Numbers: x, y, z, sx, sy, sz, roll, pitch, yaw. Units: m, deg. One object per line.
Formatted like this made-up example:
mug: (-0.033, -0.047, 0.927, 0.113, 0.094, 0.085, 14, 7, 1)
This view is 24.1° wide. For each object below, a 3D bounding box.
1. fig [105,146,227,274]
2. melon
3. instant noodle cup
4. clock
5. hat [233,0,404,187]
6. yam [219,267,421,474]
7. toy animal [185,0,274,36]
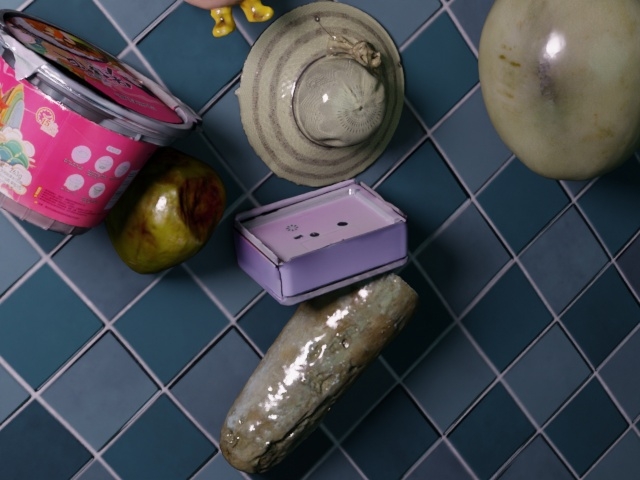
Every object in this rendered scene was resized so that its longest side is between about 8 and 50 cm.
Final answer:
fig: (-0.196, -0.034, 1.843, 0.144, 0.154, 0.165, 6, 131, -44)
melon: (0.340, -0.233, 2.001, 0.272, 0.272, 0.308, -28, 105, -20)
instant noodle cup: (-0.298, -0.121, 1.707, 0.302, 0.258, 0.181, 26, 103, -28)
clock: (-0.001, -0.001, 1.936, 0.193, 0.145, 0.073, -18, 122, -23)
hat: (0.025, -0.181, 1.928, 0.252, 0.110, 0.252, -8, 106, -27)
yam: (-0.012, 0.171, 1.988, 0.133, 0.133, 0.330, 40, 86, -30)
toy animal: (-0.131, -0.362, 1.790, 0.156, 0.156, 0.229, -23, 102, -22)
